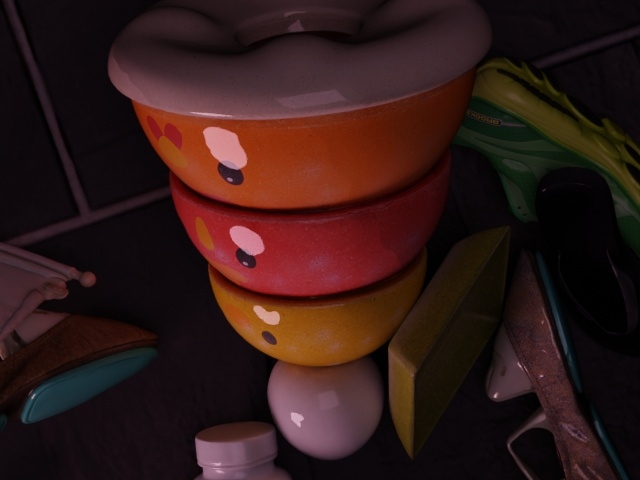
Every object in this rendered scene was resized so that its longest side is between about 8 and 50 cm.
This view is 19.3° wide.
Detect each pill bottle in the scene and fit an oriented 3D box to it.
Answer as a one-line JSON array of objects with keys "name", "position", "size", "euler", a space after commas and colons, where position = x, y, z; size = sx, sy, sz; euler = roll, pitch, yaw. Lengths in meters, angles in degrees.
[{"name": "pill bottle", "position": [-0.076, 0.278, 1.880], "size": [0.108, 0.108, 0.180], "euler": [-7, 98, -4]}]

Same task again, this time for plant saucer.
[{"name": "plant saucer", "position": [0.117, 0.091, 1.821], "size": [0.045, 0.188, 0.188], "euler": [27, 63, 17]}]

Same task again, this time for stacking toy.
[{"name": "stacking toy", "position": [0.000, 0.000, 1.787], "size": [0.351, 0.350, 0.480], "euler": [-8, 113, -4]}]

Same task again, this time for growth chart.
[{"name": "growth chart", "position": [-0.351, 0.068, 1.778], "size": [0.172, 0.237, 0.021], "euler": [22, 135, 27]}]

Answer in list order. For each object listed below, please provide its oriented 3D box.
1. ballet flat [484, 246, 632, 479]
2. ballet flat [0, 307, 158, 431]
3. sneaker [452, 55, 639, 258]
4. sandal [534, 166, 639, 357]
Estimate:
[{"name": "ballet flat", "position": [0.227, 0.165, 1.899], "size": [0.106, 0.107, 0.316], "euler": [-21, 98, 9]}, {"name": "ballet flat", "position": [-0.314, 0.133, 1.794], "size": [0.342, 0.116, 0.124], "euler": [-30, 76, -31]}, {"name": "sneaker", "position": [0.248, -0.064, 1.884], "size": [0.295, 0.109, 0.123], "euler": [39, 121, -13]}, {"name": "sandal", "position": [0.271, 0.035, 1.856], "size": [0.097, 0.054, 0.254], "euler": [-13, 132, 27]}]
